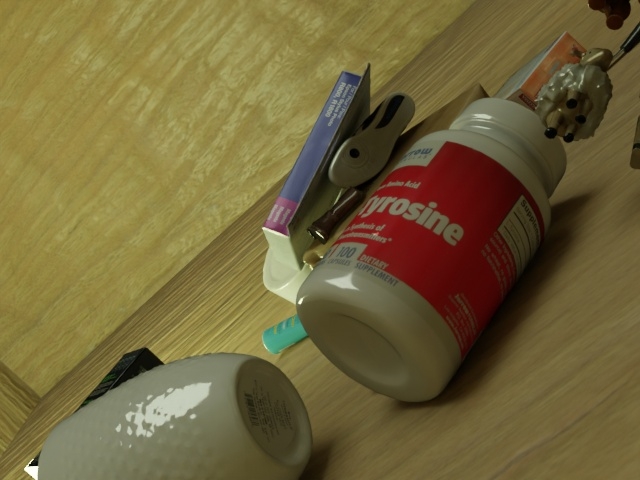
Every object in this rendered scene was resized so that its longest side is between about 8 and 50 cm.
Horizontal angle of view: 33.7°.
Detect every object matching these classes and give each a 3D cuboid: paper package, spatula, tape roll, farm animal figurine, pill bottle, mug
[{"bbox_3d":[0.172,-0.062,1.787,0.309,0.168,0.325,-31,17,47],"label":"paper package"},{"bbox_3d":[0.511,-0.327,1.867,0.296,0.030,0.084,-43,5,8],"label":"spatula"},{"bbox_3d":[0.000,0.000,2.158,0.286,0.100,0.286,-47,25,30],"label":"tape roll"},{"bbox_3d":[0.456,-0.219,1.241,0.172,0.330,0.327,-62,-8,-48],"label":"farm animal figurine"},{"bbox_3d":[0.166,-0.001,1.435,0.407,0.229,0.229,-51,13,-28],"label":"pill bottle"},{"bbox_3d":[-0.181,0.344,1.462,0.328,0.276,0.374,-31,47,25],"label":"mug"}]

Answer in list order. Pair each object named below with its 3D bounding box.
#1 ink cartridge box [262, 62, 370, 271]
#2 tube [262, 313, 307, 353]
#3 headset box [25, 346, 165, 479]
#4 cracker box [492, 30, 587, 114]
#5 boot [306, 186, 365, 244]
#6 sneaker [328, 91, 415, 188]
[{"bbox_3d":[-0.003,-0.133,1.905,0.324,0.071,0.330,-64,-10,-12],"label":"ink cartridge box"},{"bbox_3d":[-0.020,0.154,2.021,0.207,0.052,0.080,-31,27,29],"label":"tube"},{"bbox_3d":[-0.307,0.355,1.799,0.283,0.246,0.131,-52,14,-27],"label":"headset box"},{"bbox_3d":[0.386,-0.277,1.975,0.156,0.067,0.232,-49,3,-19],"label":"cracker box"},{"bbox_3d":[0.031,-0.046,1.729,0.114,0.037,0.106,-41,14,-4],"label":"boot"},{"bbox_3d":[0.082,-0.158,1.865,0.217,0.079,0.121,-49,2,-21],"label":"sneaker"}]
